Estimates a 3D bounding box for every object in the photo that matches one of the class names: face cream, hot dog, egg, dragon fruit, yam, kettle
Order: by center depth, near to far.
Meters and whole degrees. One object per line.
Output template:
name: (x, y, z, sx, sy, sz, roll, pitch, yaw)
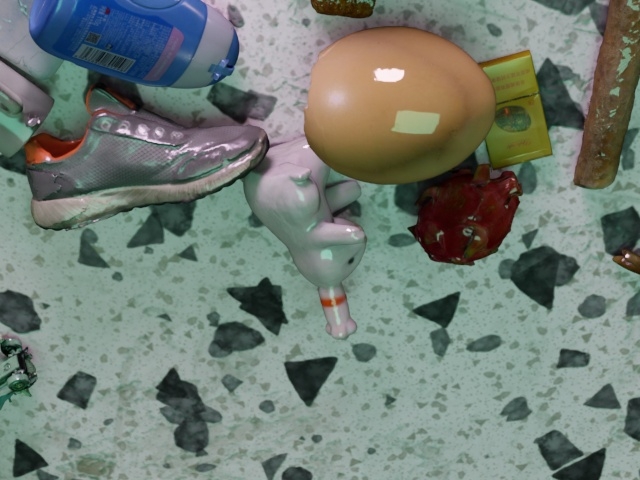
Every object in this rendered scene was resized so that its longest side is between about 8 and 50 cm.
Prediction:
face cream: (-0.220, -0.261, 1.680, 0.264, 0.083, 0.149, 15, 127, -31)
egg: (0.102, -0.169, 1.702, 0.244, 0.201, 0.201, 4, 125, 29)
hot dog: (0.029, -0.310, 1.720, 0.083, 0.035, 0.058, 6, 119, -6)
kettle: (-0.427, -0.183, 1.723, 0.148, 0.127, 0.098, 40, 107, -22)
yam: (0.387, -0.202, 1.784, 0.066, 0.066, 0.300, 5, 120, -5)
dragon fruit: (0.200, -0.032, 1.836, 0.166, 0.133, 0.136, -32, 110, 17)

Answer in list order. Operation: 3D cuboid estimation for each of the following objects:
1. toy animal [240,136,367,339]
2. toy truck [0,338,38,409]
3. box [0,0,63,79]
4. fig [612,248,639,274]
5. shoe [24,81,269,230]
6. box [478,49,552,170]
toy animal: (0.008, -0.011, 1.840, 0.138, 0.140, 0.282, -25, 115, 21)
toy truck: (-0.479, 0.217, 1.992, 0.154, 0.080, 0.078, -34, 143, 16)
box: (-0.327, -0.342, 1.683, 0.142, 0.044, 0.285, 33, 113, -15)
fig: (0.586, 0.095, 1.897, 0.368, 0.286, 0.286, 23, 123, 24)
shoe: (-0.240, -0.134, 1.771, 0.336, 0.132, 0.171, -14, 111, 9)
box: (0.256, -0.173, 1.818, 0.086, 0.023, 0.155, -16, 120, 4)
